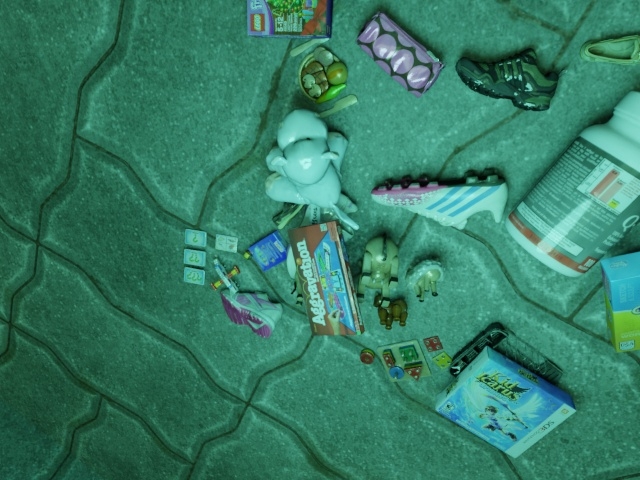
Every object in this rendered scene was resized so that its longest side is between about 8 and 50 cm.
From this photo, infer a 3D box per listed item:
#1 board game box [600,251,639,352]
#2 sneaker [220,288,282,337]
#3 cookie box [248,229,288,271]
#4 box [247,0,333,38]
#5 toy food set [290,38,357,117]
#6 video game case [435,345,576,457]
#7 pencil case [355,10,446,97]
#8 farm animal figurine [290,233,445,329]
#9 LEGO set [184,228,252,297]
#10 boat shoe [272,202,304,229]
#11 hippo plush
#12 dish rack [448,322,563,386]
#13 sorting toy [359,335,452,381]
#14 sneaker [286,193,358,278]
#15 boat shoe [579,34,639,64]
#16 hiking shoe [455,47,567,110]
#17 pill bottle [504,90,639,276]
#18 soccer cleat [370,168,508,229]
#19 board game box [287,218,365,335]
[{"bbox_3d":[0.787,0.132,0.968,0.242,0.064,0.316,-17,131,23],"label":"board game box"},{"bbox_3d":[-0.220,0.216,1.378,0.252,0.111,0.102,23,132,31],"label":"sneaker"},{"bbox_3d":[-0.151,0.032,1.309,0.107,0.040,0.091,-29,100,26],"label":"cookie box"},{"bbox_3d":[-0.070,-0.631,0.993,0.201,0.057,0.293,8,110,15],"label":"box"},{"bbox_3d":[0.002,-0.414,1.078,0.133,0.038,0.192,-21,104,24],"label":"toy food set"},{"bbox_3d":[0.503,0.454,1.188,0.270,0.061,0.244,31,118,1],"label":"video game case"},{"bbox_3d":[0.184,-0.432,0.985,0.209,0.095,0.098,38,153,-2],"label":"pencil case"},{"bbox_3d":[0.116,0.092,1.156,0.331,0.172,0.326,19,142,-13],"label":"farm animal figurine"},{"bbox_3d":[-0.335,0.071,1.356,0.245,0.060,0.182,9,101,16],"label":"LEGO set"},{"bbox_3d":[-0.087,-0.091,1.230,0.049,0.056,0.152,40,118,-7],"label":"boat shoe"},{"bbox_3d":[-0.054,-0.177,1.030,0.235,0.236,0.294,-8,76,13],"label":"hippo plush"},{"bbox_3d":[0.530,0.370,1.215,0.272,0.074,0.208,36,119,-1],"label":"dish rack"},{"bbox_3d":[0.264,0.380,1.318,0.275,0.046,0.132,-18,106,23],"label":"sorting toy"},{"bbox_3d":[0.000,0.000,1.206,0.152,0.114,0.305,28,117,6],"label":"sneaker"},{"bbox_3d":[0.626,-0.393,0.883,0.153,0.048,0.056,9,114,14],"label":"boat shoe"},{"bbox_3d":[0.417,-0.374,0.951,0.227,0.086,0.114,23,103,1],"label":"hiking shoe"},{"bbox_3d":[0.596,-0.114,0.917,0.210,0.210,0.362,33,118,2],"label":"pill bottle"},{"bbox_3d":[0.293,-0.090,1.076,0.332,0.116,0.143,-2,110,18],"label":"soccer cleat"},{"bbox_3d":[0.012,0.097,1.053,0.145,0.027,0.281,-10,97,34],"label":"board game box"}]
